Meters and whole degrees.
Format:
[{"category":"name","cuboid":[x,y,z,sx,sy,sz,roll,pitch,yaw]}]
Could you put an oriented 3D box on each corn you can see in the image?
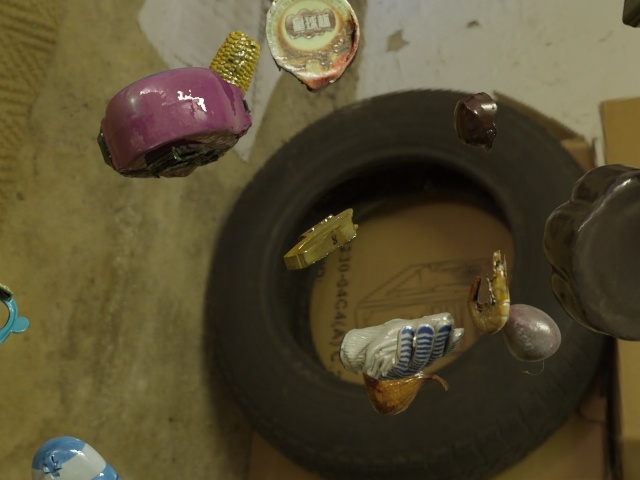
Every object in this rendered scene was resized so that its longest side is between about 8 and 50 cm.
[{"category":"corn","cuboid":[-0.232,-0.324,2.035,0.115,0.115,0.318,24,86,-58]}]

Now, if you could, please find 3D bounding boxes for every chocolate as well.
[{"category":"chocolate","cuboid":[-0.027,-0.407,1.830,0.147,0.221,0.221,162,-79,-76]}]

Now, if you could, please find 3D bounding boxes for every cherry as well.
[{"category":"cherry","cuboid":[0.435,0.207,1.926,0.188,0.148,0.115,133,-20,-73]}]

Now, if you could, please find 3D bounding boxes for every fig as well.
[{"category":"fig","cuboid":[0.198,0.318,2.065,0.146,0.201,0.134,61,26,-20]}]

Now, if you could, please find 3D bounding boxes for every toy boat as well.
[{"category":"toy boat","cuboid":[0.000,0.000,2.061,0.226,0.088,0.068,-35,119,-33]}]

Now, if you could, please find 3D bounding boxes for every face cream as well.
[{"category":"face cream","cuboid":[-0.380,0.433,1.444,0.083,0.149,0.264,-94,163,-71]}]

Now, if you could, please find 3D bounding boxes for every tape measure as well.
[{"category":"tape measure","cuboid":[-0.239,-0.188,1.505,0.245,0.231,0.149,-10,79,-50]}]

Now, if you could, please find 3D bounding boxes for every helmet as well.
[{"category":"helmet","cuboid":[0.304,-0.234,1.777,0.098,0.070,0.123,-129,-142,-65]}]

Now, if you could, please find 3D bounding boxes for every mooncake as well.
[{"category":"mooncake","cuboid":[0.430,0.015,1.248,0.133,0.244,0.245,-134,-155,-72]}]

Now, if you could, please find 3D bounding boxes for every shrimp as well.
[{"category":"shrimp","cuboid":[0.325,0.099,1.713,0.045,0.095,0.163,4,88,-27]}]

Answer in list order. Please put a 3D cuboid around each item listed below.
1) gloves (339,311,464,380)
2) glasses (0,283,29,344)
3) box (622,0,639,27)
[{"category":"gloves","cuboid":[0.131,0.166,1.415,0.097,0.229,0.119,49,48,-19]},{"category":"glasses","cuboid":[-0.544,0.079,1.324,0.239,0.102,0.207,-51,136,-64]},{"category":"box","cuboid":[0.625,-0.532,1.671,0.160,0.050,0.230,112,-14,-83]}]
